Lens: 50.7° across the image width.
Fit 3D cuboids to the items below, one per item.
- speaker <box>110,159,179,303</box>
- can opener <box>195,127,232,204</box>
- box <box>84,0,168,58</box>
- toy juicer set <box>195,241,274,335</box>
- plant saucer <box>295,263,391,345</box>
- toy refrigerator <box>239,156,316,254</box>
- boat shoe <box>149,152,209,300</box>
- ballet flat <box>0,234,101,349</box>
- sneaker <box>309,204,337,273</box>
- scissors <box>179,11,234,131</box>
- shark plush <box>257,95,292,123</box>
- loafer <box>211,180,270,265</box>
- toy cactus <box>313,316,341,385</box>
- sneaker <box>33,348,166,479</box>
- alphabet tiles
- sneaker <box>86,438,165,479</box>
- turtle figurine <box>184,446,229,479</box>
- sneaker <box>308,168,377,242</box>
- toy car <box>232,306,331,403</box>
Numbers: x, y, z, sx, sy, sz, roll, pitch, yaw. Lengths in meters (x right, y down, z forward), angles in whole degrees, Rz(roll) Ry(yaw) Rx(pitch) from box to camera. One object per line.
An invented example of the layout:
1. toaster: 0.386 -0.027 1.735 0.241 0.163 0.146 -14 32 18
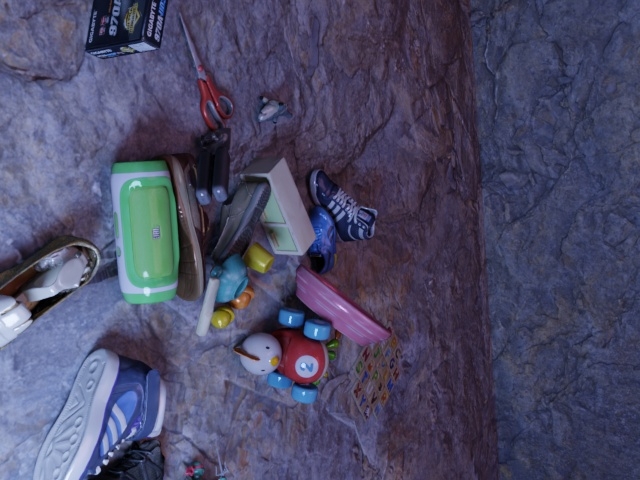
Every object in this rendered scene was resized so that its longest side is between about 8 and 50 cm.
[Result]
1. speaker: -0.375 -0.020 1.443 0.131 0.131 0.297 -13 103 -55
2. can opener: -0.241 -0.169 1.586 0.283 0.076 0.095 -96 173 -48
3. box: -0.383 -0.485 1.360 0.051 0.175 0.220 18 77 -56
4. toy juicer set: -0.243 0.125 1.642 0.209 0.089 0.329 -63 167 19
5. plant saucer: 0.051 0.198 1.951 0.084 0.332 0.332 -52 140 0
6. toy refrigerator: -0.114 -0.089 1.848 0.094 0.102 0.269 -53 134 -40
7. boat shoe: -0.303 -0.034 1.560 0.123 0.123 0.342 -22 104 -53
8. ballet flat: -0.535 0.104 1.221 0.348 0.123 0.123 -49 130 -43
9. sneaker: 0.000 0.000 2.051 0.082 0.069 0.209 -28 115 -53
10. scissors: -0.291 -0.395 1.638 0.109 0.021 0.297 -58 138 -34
11. shark plush: -0.128 -0.358 1.885 0.161 0.073 0.067 -32 140 -74
12. loafer: -0.216 -0.045 1.728 0.251 0.087 0.094 -63 162 -13
13. toy cactus: -0.030 0.315 2.022 0.180 0.112 0.219 27 71 -34
14. sneaker: -0.421 0.405 1.391 0.236 0.130 0.323 44 51 -43
15. alphabet tiles: 0.208 0.469 2.439 0.342 0.011 0.285 -54 133 -40
16. sneaker: -0.417 0.490 1.447 0.227 0.087 0.130 25 69 -57
17. turtle figurine: -0.281 0.623 1.633 0.175 0.118 0.234 124 -36 -72
18. sneaker: 0.078 -0.108 2.086 0.099 0.153 0.282 -59 137 -37
19. toy car: -0.121 0.307 1.793 0.238 0.210 0.219 4 100 -44
